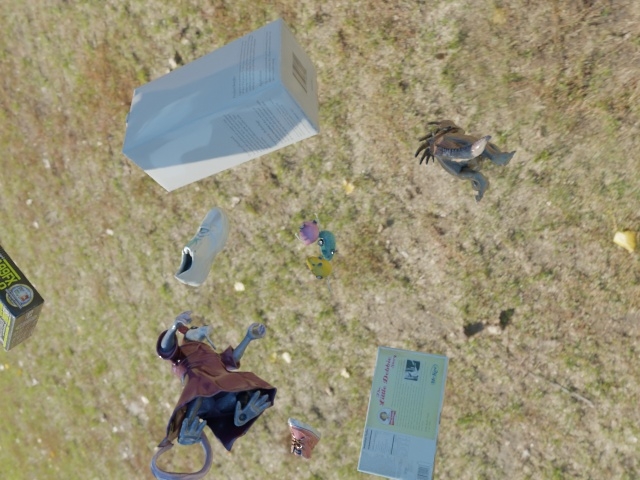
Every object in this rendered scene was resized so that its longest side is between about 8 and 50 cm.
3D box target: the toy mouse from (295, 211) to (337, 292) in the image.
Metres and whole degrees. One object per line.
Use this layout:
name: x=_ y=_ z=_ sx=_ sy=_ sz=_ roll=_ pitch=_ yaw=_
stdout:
toy mouse: x=0.000 y=0.000 z=1.085 sx=0.031 sy=0.143 sz=0.161 roll=-14 pitch=141 yaw=24

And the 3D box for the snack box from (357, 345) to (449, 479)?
snack box: x=0.217 y=0.447 z=1.451 sx=0.187 sy=0.060 sz=0.321 roll=6 pitch=70 yaw=19

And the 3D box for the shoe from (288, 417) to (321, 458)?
shoe: x=-0.052 y=0.542 z=1.528 sx=0.064 sy=0.081 sz=0.178 roll=12 pitch=155 yaw=27

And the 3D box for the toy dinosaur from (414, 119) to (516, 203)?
toy dinosaur: x=0.282 y=-0.185 z=1.168 sx=0.200 sy=0.296 sz=0.127 roll=37 pitch=101 yaw=11

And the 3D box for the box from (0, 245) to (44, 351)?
box: x=-0.635 y=0.086 z=1.080 sx=0.216 sy=0.060 sz=0.270 roll=51 pitch=142 yaw=-1

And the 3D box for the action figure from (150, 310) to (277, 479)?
action figure: x=-0.246 y=0.303 z=1.226 sx=0.370 sy=0.248 sz=0.275 roll=33 pitch=99 yaw=57

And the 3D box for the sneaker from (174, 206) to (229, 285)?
sneaker: x=-0.299 y=0.010 z=1.404 sx=0.080 sy=0.094 sz=0.212 roll=18 pitch=85 yaw=29

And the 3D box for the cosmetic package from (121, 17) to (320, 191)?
cosmetic package: x=-0.199 y=-0.263 z=1.123 sx=0.366 sy=0.155 sz=0.196 roll=-17 pitch=54 yaw=23
